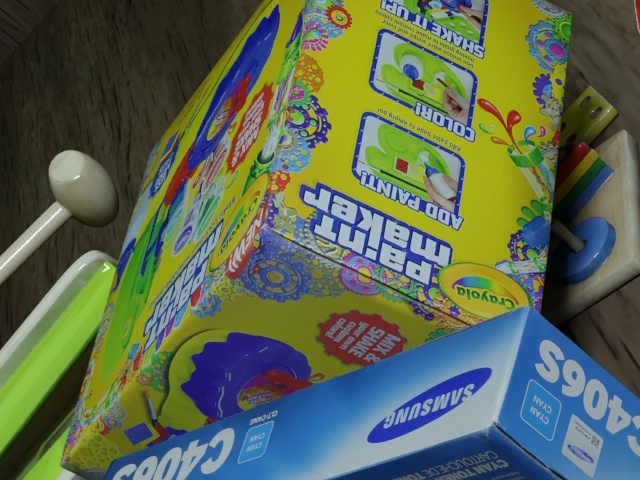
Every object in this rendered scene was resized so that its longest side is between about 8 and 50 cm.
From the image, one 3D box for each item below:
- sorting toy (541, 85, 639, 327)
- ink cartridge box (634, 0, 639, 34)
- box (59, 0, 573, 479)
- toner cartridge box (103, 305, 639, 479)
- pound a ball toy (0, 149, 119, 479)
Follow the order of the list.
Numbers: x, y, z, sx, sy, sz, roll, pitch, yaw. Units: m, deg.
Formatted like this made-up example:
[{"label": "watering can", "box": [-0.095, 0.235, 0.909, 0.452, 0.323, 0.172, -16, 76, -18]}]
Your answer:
[{"label": "sorting toy", "box": [0.139, -0.010, 1.235, 0.132, 0.046, 0.274, -36, 28, 30]}, {"label": "ink cartridge box", "box": [0.242, -0.136, 1.070, 0.056, 0.181, 0.224, -42, 25, 28]}, {"label": "box", "box": [0.000, 0.000, 1.210, 0.290, 0.177, 0.279, -48, 23, 45]}, {"label": "toner cartridge box", "box": [0.033, 0.153, 1.045, 0.348, 0.165, 0.075, -25, 36, 45]}, {"label": "pound a ball toy", "box": [-0.205, 0.119, 1.500, 0.208, 0.136, 0.319, 39, 90, 30]}]
